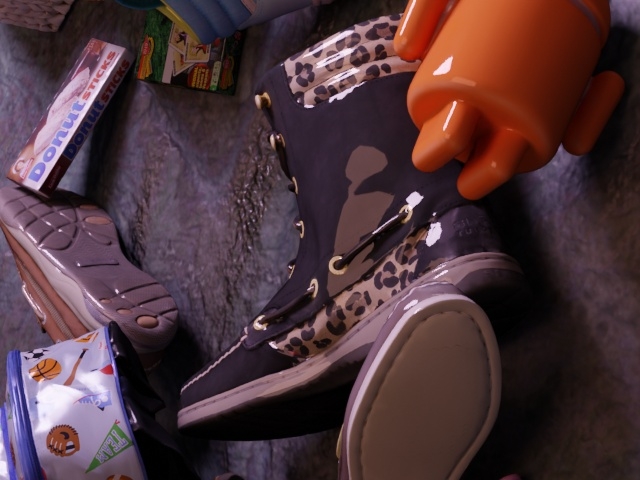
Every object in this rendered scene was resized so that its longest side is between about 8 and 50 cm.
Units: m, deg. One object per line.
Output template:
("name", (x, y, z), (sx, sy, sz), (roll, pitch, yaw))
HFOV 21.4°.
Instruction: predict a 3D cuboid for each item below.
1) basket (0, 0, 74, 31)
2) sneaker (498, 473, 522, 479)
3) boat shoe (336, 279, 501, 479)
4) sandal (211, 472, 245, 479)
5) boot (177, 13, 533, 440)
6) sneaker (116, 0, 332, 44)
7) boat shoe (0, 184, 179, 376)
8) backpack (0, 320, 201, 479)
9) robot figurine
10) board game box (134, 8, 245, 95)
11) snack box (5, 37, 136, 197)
("basket", (-0.347, -0.318, 1.891), (0.167, 0.113, 0.103), (48, 119, 39))
("sneaker", (0.149, 0.249, 1.358), (0.057, 0.047, 0.119), (28, 107, 28))
("boat shoe", (0.067, 0.159, 1.343), (0.097, 0.116, 0.324), (-107, 19, -54))
("sandal", (-0.035, 0.291, 1.519), (0.060, 0.090, 0.219), (-35, 50, 11))
("boot", (0.000, 0.000, 1.476), (0.377, 0.138, 0.284), (-33, 60, 40))
("sneaker", (-0.129, -0.327, 1.548), (0.208, 0.127, 0.319), (-27, 87, 0))
("boat shoe", (-0.259, 0.048, 1.743), (0.324, 0.123, 0.116), (48, 128, 47))
("backpack", (-0.215, 0.217, 1.529), (0.276, 0.213, 0.263), (-122, 25, -50))
("robot figurine", (0.147, -0.141, 1.321), (0.158, 0.128, 0.219), (15, 64, 26))
("board game box", (-0.116, -0.282, 1.713), (0.136, 0.030, 0.260), (12, 92, 48))
("snack box", (-0.264, -0.131, 1.800), (0.064, 0.022, 0.178), (21, 77, 44))
